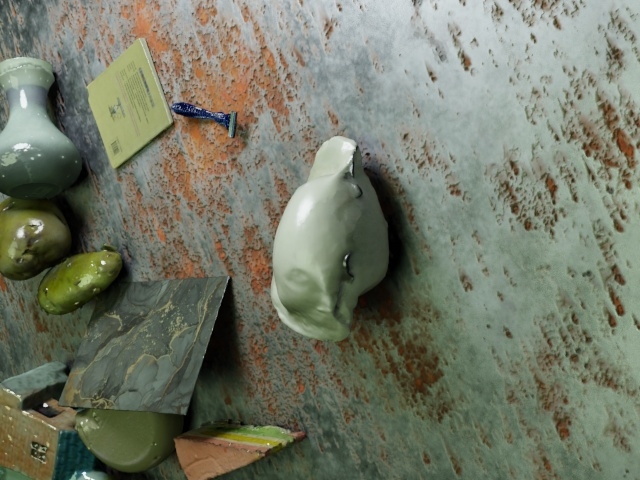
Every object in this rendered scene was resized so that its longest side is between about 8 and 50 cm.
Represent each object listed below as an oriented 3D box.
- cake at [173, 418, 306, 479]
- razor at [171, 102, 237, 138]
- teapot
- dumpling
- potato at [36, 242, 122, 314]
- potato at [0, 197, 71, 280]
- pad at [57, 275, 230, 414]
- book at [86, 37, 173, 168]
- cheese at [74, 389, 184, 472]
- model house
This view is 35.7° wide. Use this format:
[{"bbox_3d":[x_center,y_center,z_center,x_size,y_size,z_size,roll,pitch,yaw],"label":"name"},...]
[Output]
[{"bbox_3d":[-0.129,0.348,1.607,0.225,0.109,0.090,-6,92,44],"label":"cake"},{"bbox_3d":[-0.186,-0.203,1.624,0.154,0.028,0.044,19,109,38],"label":"razor"},{"bbox_3d":[-0.546,-0.211,1.873,0.183,0.183,0.251,-21,71,43],"label":"teapot"},{"bbox_3d":[0.004,0.004,1.422,0.175,0.243,0.227,42,155,-17],"label":"dumpling"},{"bbox_3d":[-0.453,0.076,1.868,0.225,0.090,0.117,-25,41,38],"label":"potato"},{"bbox_3d":[-0.566,-0.009,1.921,0.200,0.154,0.137,38,140,56],"label":"potato"},{"bbox_3d":[-0.314,0.179,1.729,0.367,0.007,0.247,-5,60,44],"label":"pad"},{"bbox_3d":[-0.344,-0.241,1.774,0.192,0.013,0.168,-28,78,42],"label":"book"},{"bbox_3d":[-0.326,0.316,1.771,0.175,0.091,0.202,42,116,-1],"label":"cheese"},{"bbox_3d":[-0.465,0.422,1.911,0.325,0.194,0.267,21,109,24],"label":"model house"}]
